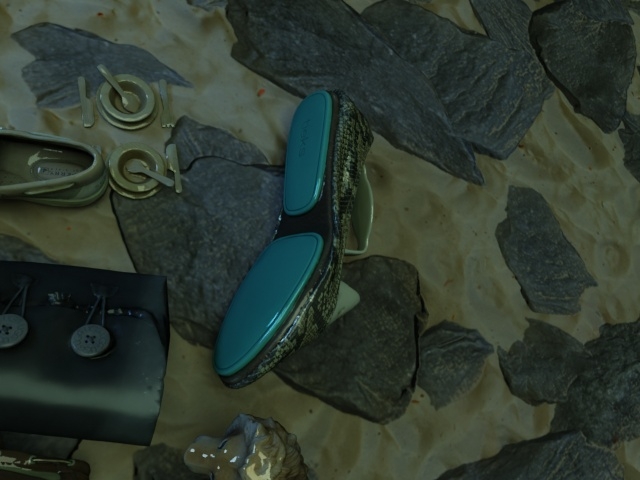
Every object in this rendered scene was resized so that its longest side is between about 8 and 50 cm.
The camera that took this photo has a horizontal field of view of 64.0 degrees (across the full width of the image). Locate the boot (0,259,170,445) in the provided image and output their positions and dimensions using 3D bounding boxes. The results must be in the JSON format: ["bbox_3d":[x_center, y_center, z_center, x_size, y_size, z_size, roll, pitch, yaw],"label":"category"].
[{"bbox_3d":[-0.384,0.167,0.500,0.445,0.146,0.367,15,51,-25],"label":"boot"}]

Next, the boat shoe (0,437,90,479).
[{"bbox_3d":[-0.390,0.258,0.571,0.258,0.095,0.095,22,39,-13],"label":"boat shoe"}]

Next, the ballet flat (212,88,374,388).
[{"bbox_3d":[0.000,0.000,0.773,0.182,0.164,0.482,32,63,-36],"label":"ballet flat"}]

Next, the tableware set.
[{"bbox_3d":[-0.271,-0.157,0.742,0.128,0.039,0.194,-7,80,-25],"label":"tableware set"}]

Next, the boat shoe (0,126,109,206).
[{"bbox_3d":[-0.422,-0.096,0.621,0.302,0.098,0.109,2,77,-18],"label":"boat shoe"}]

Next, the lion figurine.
[{"bbox_3d":[-0.080,0.394,0.577,0.142,0.240,0.392,-2,78,-25],"label":"lion figurine"}]
